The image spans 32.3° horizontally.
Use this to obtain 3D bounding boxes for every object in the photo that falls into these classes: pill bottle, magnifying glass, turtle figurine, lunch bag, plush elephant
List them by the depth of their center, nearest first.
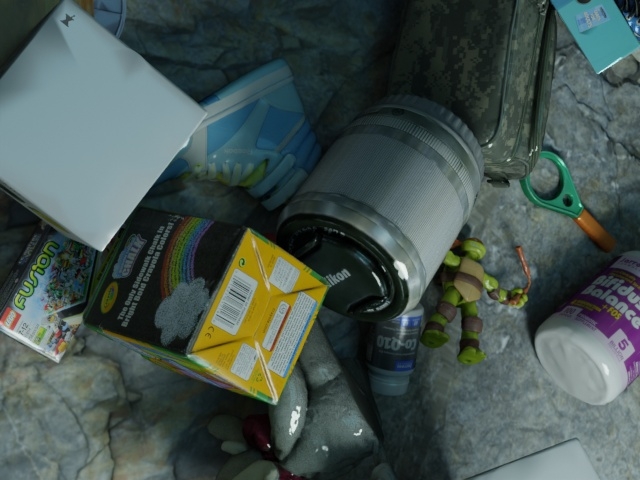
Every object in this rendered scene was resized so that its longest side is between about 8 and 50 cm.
[{"bbox_3d":[-0.049,0.281,1.519,0.255,0.330,0.272,-30,140,7],"label":"plush elephant"},{"bbox_3d":[0.109,0.159,1.674,0.078,0.078,0.137,0,106,-27],"label":"pill bottle"},{"bbox_3d":[0.255,-0.253,1.711,0.256,0.212,0.305,18,79,-57],"label":"lunch bag"},{"bbox_3d":[0.215,0.070,1.739,0.269,0.087,0.217,34,58,-29],"label":"turtle figurine"},{"bbox_3d":[0.513,0.122,1.846,0.301,0.169,0.169,-38,105,-24],"label":"pill bottle"},{"bbox_3d":[0.425,-0.062,1.890,0.231,0.026,0.092,43,70,-20],"label":"magnifying glass"}]

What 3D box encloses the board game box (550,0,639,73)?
[{"bbox_3d":[0.353,-0.442,1.681,0.079,0.254,0.336,-32,107,18],"label":"board game box"}]

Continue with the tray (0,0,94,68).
[{"bbox_3d":[-0.395,-0.289,1.416,0.202,0.076,0.411,-3,96,-21],"label":"tray"}]

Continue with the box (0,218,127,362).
[{"bbox_3d":[-0.346,0.045,1.465,0.114,0.036,0.207,38,71,-39],"label":"box"}]

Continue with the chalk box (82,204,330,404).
[{"bbox_3d":[-0.170,0.076,1.446,0.179,0.289,0.180,37,72,-42],"label":"chalk box"}]

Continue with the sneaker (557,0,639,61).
[{"bbox_3d":[0.545,-0.399,1.896,0.330,0.147,0.130,18,80,-25],"label":"sneaker"}]

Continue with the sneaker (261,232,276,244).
[{"bbox_3d":[0.000,0.000,1.648,0.221,0.087,0.128,25,68,-36],"label":"sneaker"}]

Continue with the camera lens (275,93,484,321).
[{"bbox_3d":[0.083,-0.042,1.529,0.219,0.219,0.274,47,54,-18],"label":"camera lens"}]

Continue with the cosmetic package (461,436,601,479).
[{"bbox_3d":[0.213,0.524,1.493,0.327,0.394,0.329,-14,65,-27],"label":"cosmetic package"}]

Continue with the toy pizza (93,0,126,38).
[{"bbox_3d":[-0.362,-0.319,1.483,0.201,0.032,0.201,-1,94,-22],"label":"toy pizza"}]

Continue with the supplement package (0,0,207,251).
[{"bbox_3d":[-0.295,-0.129,1.286,0.199,0.262,0.198,39,80,-18],"label":"supplement package"}]

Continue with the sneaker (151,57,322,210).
[{"bbox_3d":[-0.126,-0.100,1.552,0.319,0.127,0.208,-35,102,-23],"label":"sneaker"}]
